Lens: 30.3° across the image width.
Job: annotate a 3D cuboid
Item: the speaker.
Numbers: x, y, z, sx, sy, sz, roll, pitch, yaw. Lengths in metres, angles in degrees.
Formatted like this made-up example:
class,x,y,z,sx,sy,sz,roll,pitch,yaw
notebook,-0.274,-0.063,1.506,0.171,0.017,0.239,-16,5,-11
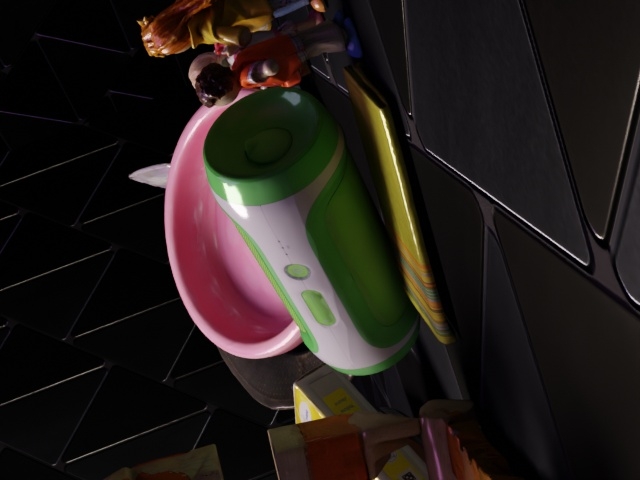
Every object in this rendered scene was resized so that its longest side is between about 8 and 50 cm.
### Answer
class,x,y,z,sx,sy,sz,roll,pitch,yaw
speaker,0.000,0.000,1.078,0.296,0.131,0.131,62,-177,-46

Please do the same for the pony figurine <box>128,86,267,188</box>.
class,x,y,z,sx,sy,sz,roll,pitch,yaw
pony figurine,-0.147,-0.094,2.201,0.351,0.303,0.363,-25,81,54

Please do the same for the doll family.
class,x,y,z,sx,sy,sz,roll,pitch,yaw
doll family,-0.075,-0.192,1.029,0.263,0.163,0.118,-126,16,-76

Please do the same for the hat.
class,x,y,z,sx,sy,sz,roll,pitch,yaw
hat,-0.018,0.063,1.584,0.134,0.331,0.331,4,-124,-48

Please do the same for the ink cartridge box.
class,x,y,z,sx,sy,sz,roll,pitch,yaw
ink cartridge box,0.082,0.335,1.340,0.307,0.072,0.303,47,153,35

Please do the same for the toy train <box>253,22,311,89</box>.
class,x,y,z,sx,sy,sz,roll,pitch,yaw
toy train,-0.052,-0.240,1.387,0.125,0.046,0.166,104,142,-81

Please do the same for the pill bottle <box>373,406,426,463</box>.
class,x,y,z,sx,sy,sz,roll,pitch,yaw
pill bottle,0.089,0.292,1.563,0.245,0.130,0.130,124,125,-86

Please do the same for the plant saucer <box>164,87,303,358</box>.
class,x,y,z,sx,sy,sz,roll,pitch,yaw
plant saucer,-0.071,-0.022,1.470,0.332,0.084,0.332,6,98,48

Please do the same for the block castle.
class,x,y,z,sx,sy,sz,roll,pitch,yaw
block castle,-0.030,0.310,0.969,0.303,0.453,0.213,-129,27,-75

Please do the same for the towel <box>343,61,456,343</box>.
class,x,y,z,sx,sy,sz,roll,pitch,yaw
towel,0.069,-0.028,0.990,0.102,0.021,0.237,-123,13,-57
